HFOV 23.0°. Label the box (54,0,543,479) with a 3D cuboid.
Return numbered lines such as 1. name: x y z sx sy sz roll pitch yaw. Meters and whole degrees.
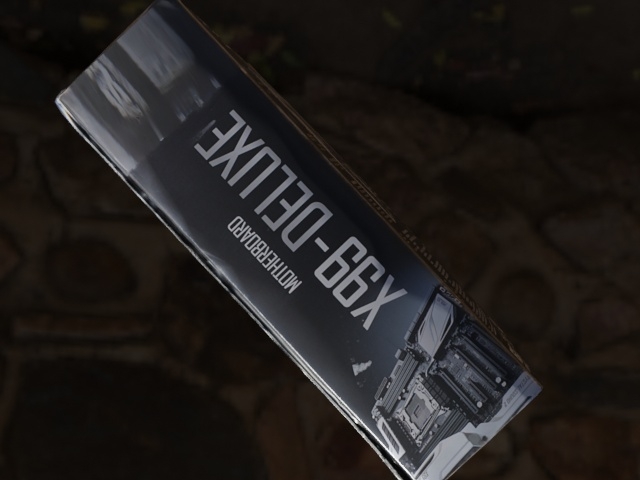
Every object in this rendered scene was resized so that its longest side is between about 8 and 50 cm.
1. box: 0.000 0.000 0.830 0.076 0.242 0.307 -44 178 3
